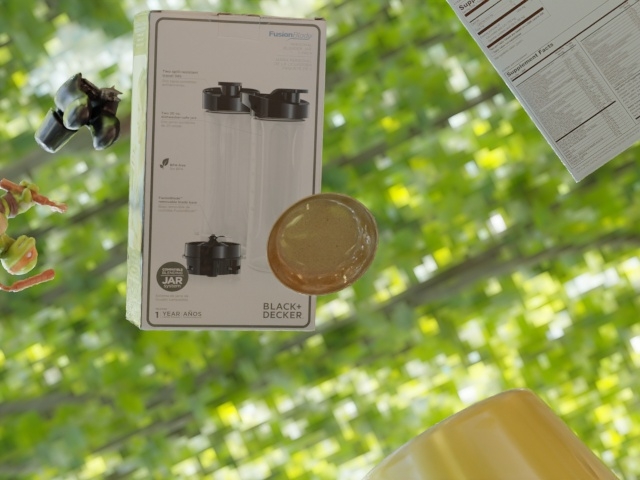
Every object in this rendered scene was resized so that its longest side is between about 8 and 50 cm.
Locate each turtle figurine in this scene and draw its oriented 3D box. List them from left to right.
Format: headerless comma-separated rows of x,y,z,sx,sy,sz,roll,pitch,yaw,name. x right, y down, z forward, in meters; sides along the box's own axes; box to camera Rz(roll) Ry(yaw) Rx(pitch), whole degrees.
-0.356,-0.036,1.976,0.217,0.087,0.269,42,-162,-10,turtle figurine

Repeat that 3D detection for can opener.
-0.181,-0.092,1.558,0.059,0.073,0.186,28,180,-16,can opener

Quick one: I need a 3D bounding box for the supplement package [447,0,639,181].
0.239,-0.188,1.797,0.203,0.149,0.194,54,-166,-3,supplement package

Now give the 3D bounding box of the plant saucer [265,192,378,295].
0.000,0.000,1.424,0.083,0.083,0.015,54,-175,-31,plant saucer

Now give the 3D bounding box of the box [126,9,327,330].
-0.087,-0.064,1.818,0.087,0.169,0.290,-163,73,-75,box

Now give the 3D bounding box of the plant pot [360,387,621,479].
0.153,0.252,1.492,0.239,0.254,0.254,59,-167,18,plant pot
